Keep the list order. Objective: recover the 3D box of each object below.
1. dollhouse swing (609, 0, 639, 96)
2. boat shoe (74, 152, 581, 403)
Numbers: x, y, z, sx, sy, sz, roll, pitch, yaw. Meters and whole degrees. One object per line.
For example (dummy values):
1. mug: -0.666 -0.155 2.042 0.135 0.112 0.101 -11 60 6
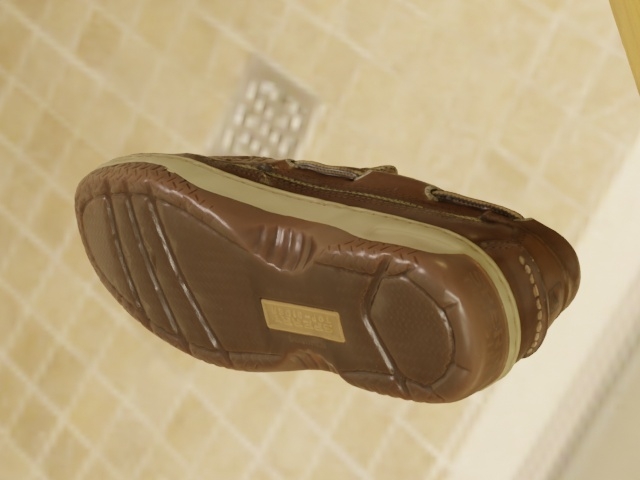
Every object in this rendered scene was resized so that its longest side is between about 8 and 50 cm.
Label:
1. dollhouse swing: 0.408 -0.234 1.564 0.347 0.305 0.315 -16 80 -1
2. boat shoe: 0.001 0.007 0.801 0.257 0.095 0.095 18 125 42
